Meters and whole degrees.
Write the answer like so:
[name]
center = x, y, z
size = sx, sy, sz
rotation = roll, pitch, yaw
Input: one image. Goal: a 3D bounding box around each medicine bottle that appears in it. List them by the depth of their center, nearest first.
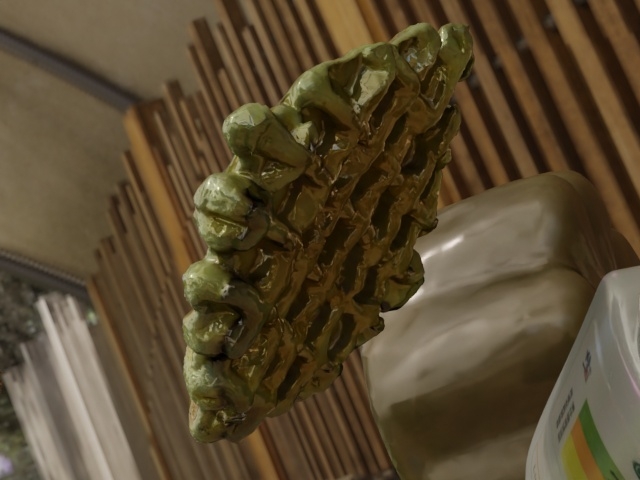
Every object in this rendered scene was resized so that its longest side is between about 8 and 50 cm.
[medicine bottle]
center = 0.197, 0.106, 0.645
size = 0.111, 0.161, 0.296
rotation = -10, -34, -13

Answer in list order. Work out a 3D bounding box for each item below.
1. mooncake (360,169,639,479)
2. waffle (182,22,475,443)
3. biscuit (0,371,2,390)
[mooncake]
center = 0.206, 0.122, 1.040
size = 0.201, 0.378, 0.378
rotation = -26, -8, 25
[waffle]
center = -0.003, -0.001, 0.608
size = 0.204, 0.054, 0.223
rotation = -37, -34, -44
[biscuit]
center = -0.378, 0.060, 1.288
size = 0.013, 0.232, 0.237
rotation = -4, -9, -5
